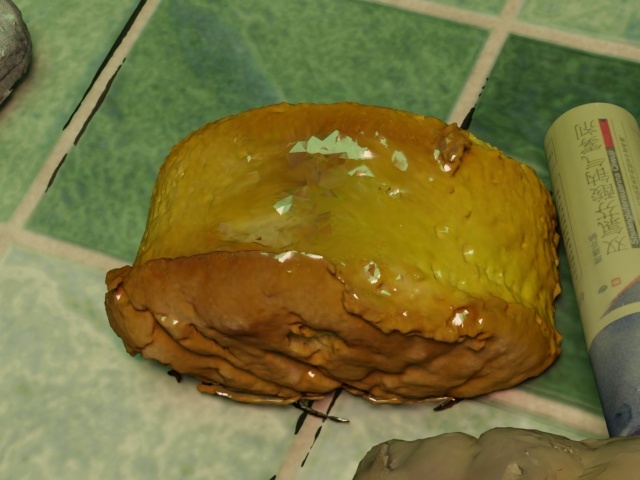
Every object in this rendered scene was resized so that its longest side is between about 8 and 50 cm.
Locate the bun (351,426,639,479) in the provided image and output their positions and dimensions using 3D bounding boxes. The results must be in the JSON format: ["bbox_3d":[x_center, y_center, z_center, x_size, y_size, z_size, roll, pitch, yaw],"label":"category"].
[{"bbox_3d":[0.080,0.189,0.568,0.281,0.205,0.282,-8,55,11],"label":"bun"}]

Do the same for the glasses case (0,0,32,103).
[{"bbox_3d":[-0.312,-0.070,0.997,0.109,0.067,0.282,35,74,27],"label":"glasses case"}]

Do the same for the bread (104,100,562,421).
[{"bbox_3d":[0.004,0.002,0.830,0.260,0.147,0.160,6,63,17],"label":"bread"}]

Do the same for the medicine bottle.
[{"bbox_3d":[0.166,0.020,0.801,0.059,0.059,0.231,-11,45,7],"label":"medicine bottle"}]
